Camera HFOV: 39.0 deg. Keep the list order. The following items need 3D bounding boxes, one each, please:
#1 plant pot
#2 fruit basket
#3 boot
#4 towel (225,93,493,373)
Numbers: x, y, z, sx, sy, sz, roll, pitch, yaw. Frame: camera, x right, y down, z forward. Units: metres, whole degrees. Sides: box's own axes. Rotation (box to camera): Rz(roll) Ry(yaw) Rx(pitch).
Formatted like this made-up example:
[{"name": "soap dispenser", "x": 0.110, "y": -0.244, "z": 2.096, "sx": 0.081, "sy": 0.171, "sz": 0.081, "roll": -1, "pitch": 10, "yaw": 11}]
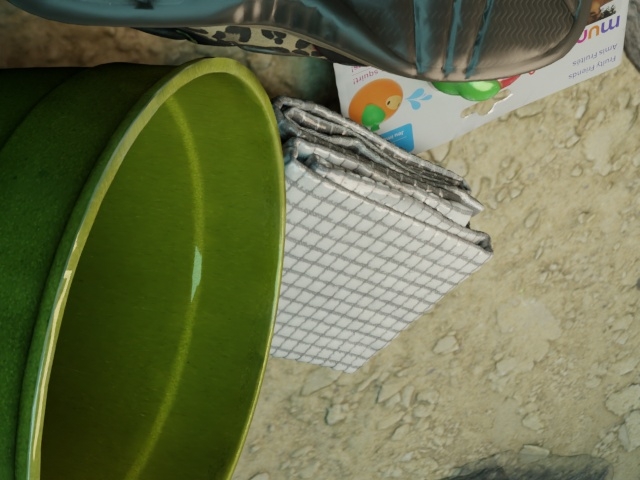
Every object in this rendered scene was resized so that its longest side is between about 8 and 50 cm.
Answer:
[{"name": "plant pot", "x": -0.249, "y": 0.037, "z": 0.627, "sx": 0.353, "sy": 0.366, "sz": 0.366, "roll": 10, "pitch": 128, "yaw": 14}, {"name": "fruit basket", "x": 0.158, "y": -0.228, "z": 0.807, "sx": 0.327, "sy": 0.165, "sz": 0.353, "roll": -23, "pitch": 135, "yaw": -9}, {"name": "boot", "x": -0.038, "y": -0.195, "z": 0.621, "sx": 0.377, "sy": 0.284, "sz": 0.138, "roll": -2, "pitch": 106, "yaw": -18}, {"name": "towel", "x": 0.000, "y": 0.000, "z": 0.878, "sx": 0.283, "sy": 0.121, "sz": 0.235, "roll": 19, "pitch": 128, "yaw": -39}]
